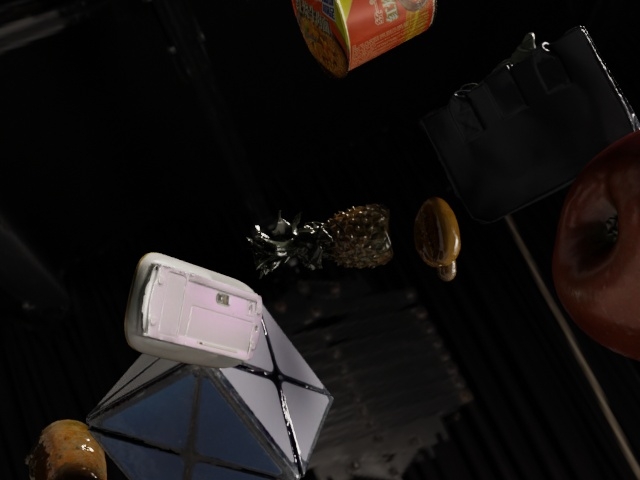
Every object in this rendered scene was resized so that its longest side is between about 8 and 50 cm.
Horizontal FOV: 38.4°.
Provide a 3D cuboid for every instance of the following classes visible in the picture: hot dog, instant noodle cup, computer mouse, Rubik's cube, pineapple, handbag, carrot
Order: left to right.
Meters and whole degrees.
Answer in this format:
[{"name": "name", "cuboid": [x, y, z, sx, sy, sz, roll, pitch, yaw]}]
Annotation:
[{"name": "carrot", "cuboid": [-0.425, 0.407, 1.572, 0.139, 0.302, 0.138, -8, -70, -22]}, {"name": "computer mouse", "cuboid": [-0.162, 0.093, 1.165, 0.056, 0.126, 0.245, 3, -12, 34]}, {"name": "Rubik's cube", "cuboid": [-0.160, 0.269, 1.448, 0.260, 0.259, 0.255, -29, 13, 22]}, {"name": "pineapple", "cuboid": [0.000, 0.000, 1.573, 0.251, 0.125, 0.125, -9, -26, -1]}, {"name": "instant noodle cup", "cuboid": [0.069, -0.379, 1.442, 0.174, 0.213, 0.213, -23, -25, -14]}, {"name": "hot dog", "cuboid": [0.203, -0.003, 1.560, 0.060, 0.140, 0.090, 0, -18, -35]}, {"name": "handbag", "cuboid": [0.355, -0.207, 1.584, 0.326, 0.269, 0.118, -28, -3, 28]}]

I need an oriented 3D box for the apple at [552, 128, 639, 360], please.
[{"name": "apple", "cuboid": [0.473, -0.003, 1.206, 0.277, 0.348, 0.348, 11, -37, -14]}]
